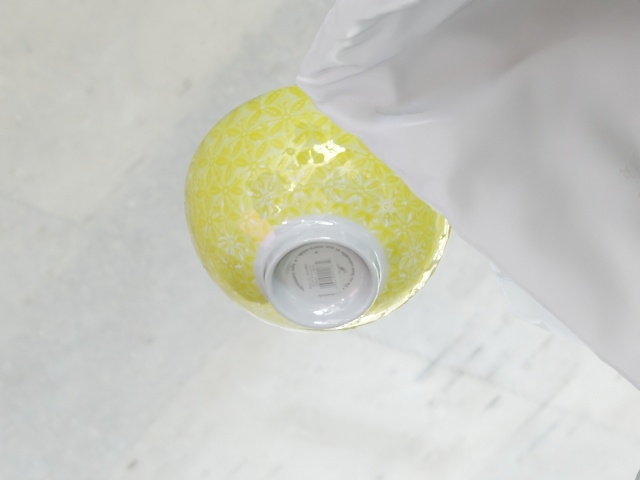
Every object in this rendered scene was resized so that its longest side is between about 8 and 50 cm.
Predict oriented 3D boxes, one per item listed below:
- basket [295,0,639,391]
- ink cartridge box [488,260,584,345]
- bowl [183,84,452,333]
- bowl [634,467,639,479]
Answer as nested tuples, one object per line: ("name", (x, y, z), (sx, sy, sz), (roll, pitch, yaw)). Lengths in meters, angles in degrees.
("basket", (0.219, -0.102, 0.823), (0.266, 0.331, 0.328), (-48, -178, -20))
("ink cartridge box", (0.255, -0.032, 1.321), (0.198, 0.197, 0.270), (-64, 158, -13))
("bowl", (0.000, 0.000, 1.760), (0.289, 0.156, 0.289), (0, 126, 0))
("bowl", (0.286, 0.255, 0.980), (0.298, 0.298, 0.134), (-3, 126, -48))
